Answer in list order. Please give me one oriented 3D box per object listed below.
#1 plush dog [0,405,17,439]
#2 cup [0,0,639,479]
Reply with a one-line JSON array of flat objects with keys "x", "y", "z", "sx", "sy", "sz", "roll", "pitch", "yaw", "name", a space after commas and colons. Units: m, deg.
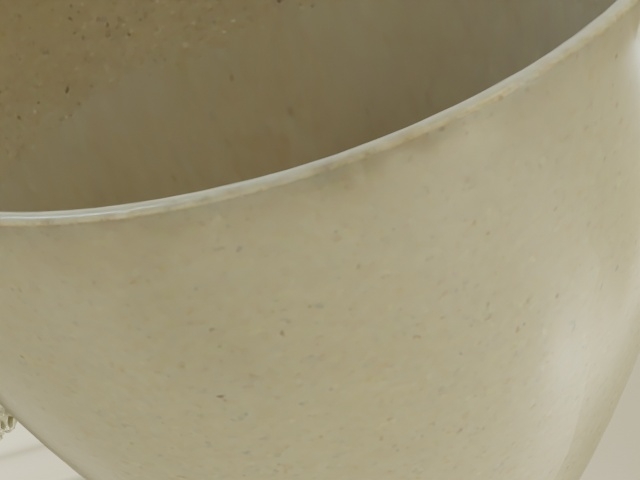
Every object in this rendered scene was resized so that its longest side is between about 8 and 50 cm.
[{"x": -0.303, "y": 0.207, "z": 1.324, "sx": 0.225, "sy": 0.211, "sz": 0.262, "roll": 95, "pitch": -11, "yaw": -64, "name": "plush dog"}, {"x": 0.000, "y": 0.000, "z": 0.752, "sx": 0.331, "sy": 0.331, "sz": 0.237, "roll": -119, "pitch": -169, "yaw": -60, "name": "cup"}]
